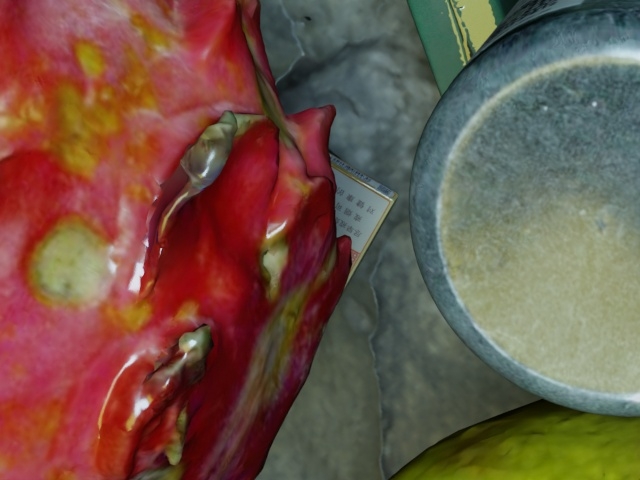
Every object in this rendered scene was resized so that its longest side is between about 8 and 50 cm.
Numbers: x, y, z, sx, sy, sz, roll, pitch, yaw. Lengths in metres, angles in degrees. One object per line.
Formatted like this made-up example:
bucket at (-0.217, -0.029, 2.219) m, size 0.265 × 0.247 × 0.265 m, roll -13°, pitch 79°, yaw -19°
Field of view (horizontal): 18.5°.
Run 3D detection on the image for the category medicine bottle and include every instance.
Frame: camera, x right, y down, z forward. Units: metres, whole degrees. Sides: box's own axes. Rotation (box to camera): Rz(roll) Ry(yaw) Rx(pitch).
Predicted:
medicine bottle at (0.133, -0.052, 0.754) m, size 0.141 × 0.293 × 0.141 m, roll 6°, pitch 112°, yaw 15°

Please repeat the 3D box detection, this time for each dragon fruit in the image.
dragon fruit at (-0.129, 0.031, 0.846) m, size 0.249 × 0.371 × 0.386 m, roll 24°, pitch 84°, yaw 0°

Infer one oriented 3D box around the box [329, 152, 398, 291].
box at (0.000, 0.000, 0.975) m, size 0.046 × 0.012 × 0.083 m, roll 31°, pitch 117°, yaw 4°

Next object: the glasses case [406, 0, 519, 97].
glasses case at (0.087, -0.060, 0.886) m, size 0.039 × 0.078 × 0.184 m, roll -15°, pitch 106°, yaw 22°

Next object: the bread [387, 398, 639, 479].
bread at (0.171, 0.145, 0.757) m, size 0.251 × 0.376 × 0.208 m, roll 11°, pitch 102°, yaw 43°
